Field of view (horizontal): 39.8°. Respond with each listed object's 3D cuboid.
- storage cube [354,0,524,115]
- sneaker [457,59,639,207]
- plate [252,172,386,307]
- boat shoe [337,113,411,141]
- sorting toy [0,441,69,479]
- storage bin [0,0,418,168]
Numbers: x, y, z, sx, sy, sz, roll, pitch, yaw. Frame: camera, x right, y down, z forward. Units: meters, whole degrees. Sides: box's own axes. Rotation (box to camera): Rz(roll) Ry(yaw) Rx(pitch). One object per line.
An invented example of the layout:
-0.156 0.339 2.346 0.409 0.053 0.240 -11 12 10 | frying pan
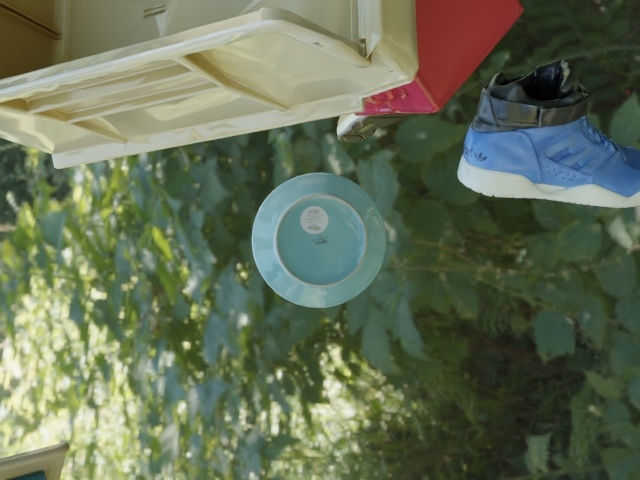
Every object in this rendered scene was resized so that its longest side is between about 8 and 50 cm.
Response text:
0.092 -0.289 1.085 0.215 0.193 0.184 -51 27 -17 | storage cube
0.169 -0.072 0.575 0.058 0.152 0.084 -110 27 -60 | sneaker
0.000 0.000 1.213 0.024 0.188 0.188 -163 82 -83 | plate
0.085 -0.217 1.387 0.190 0.068 0.072 -20 68 51 | boat shoe
-0.352 0.296 0.870 0.038 0.193 0.208 46 126 34 | sorting toy
-0.089 -0.193 0.482 0.123 0.260 0.262 21 -115 -60 | storage bin
